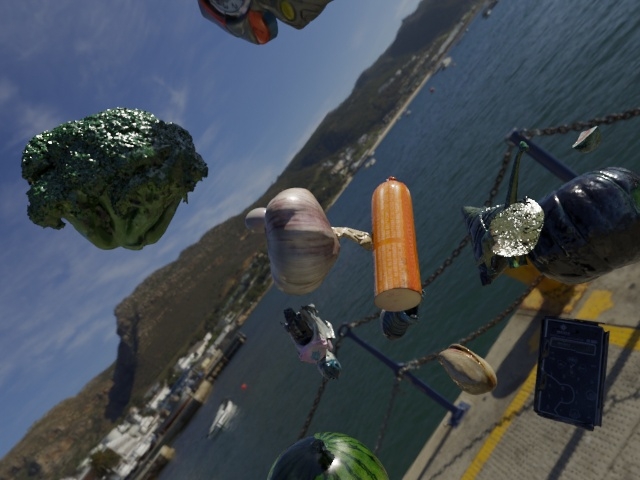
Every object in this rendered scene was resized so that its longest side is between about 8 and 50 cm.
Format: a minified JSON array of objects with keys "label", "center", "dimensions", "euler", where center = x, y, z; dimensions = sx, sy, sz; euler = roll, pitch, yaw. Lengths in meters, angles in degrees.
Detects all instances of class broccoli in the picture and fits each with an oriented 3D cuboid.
[{"label":"broccoli","center":[-0.337,-0.106,0.801],"dimensions":[0.295,0.265,0.245],"euler":[-2,-63,-34]}]

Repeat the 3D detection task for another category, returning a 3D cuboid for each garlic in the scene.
[{"label":"garlic","center":[0.000,0.000,1.074],"dimensions":[0.245,0.253,0.244],"euler":[178,90,-84]}]

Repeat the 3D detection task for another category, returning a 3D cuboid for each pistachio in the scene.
[{"label":"pistachio","center":[0.528,0.462,1.680],"dimensions":[0.144,0.215,0.143],"euler":[-31,-39,-29]}]

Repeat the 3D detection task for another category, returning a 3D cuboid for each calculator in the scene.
[{"label":"calculator","center":[0.658,0.343,1.234],"dimensions":[0.166,0.028,0.273],"euler":[3,82,43]}]

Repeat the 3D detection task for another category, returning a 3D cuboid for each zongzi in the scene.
[{"label":"zongzi","center":[0.716,-0.062,1.818],"dimensions":[0.383,0.319,0.362],"euler":[-54,-15,-54]}]

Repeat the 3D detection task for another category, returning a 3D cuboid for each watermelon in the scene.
[{"label":"watermelon","center":[-0.012,0.589,1.151],"dimensions":[0.331,0.189,0.331],"euler":[-22,4,2]},{"label":"watermelon","center":[0.785,-0.299,1.395],"dimensions":[0.085,0.085,0.061],"euler":[-52,31,32]}]

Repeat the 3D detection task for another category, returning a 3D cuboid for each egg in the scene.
[{"label":"egg","center":[-0.234,-0.077,1.850],"dimensions":[0.135,0.103,0.103],"euler":[-7,30,31]}]

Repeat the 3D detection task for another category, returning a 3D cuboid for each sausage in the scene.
[{"label":"sausage","center":[0.149,-0.012,0.960],"dimensions":[0.093,0.093,0.312],"euler":[129,152,-47]}]

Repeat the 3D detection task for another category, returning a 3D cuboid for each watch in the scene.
[{"label":"watch","center":[-0.070,-0.528,0.876],"dimensions":[0.274,0.305,0.241],"euler":[-55,-21,-35]}]

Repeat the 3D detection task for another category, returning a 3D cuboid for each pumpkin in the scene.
[{"label":"pumpkin","center":[0.728,-0.033,1.269],"dimensions":[0.364,0.266,0.363],"euler":[-23,-15,-6]}]

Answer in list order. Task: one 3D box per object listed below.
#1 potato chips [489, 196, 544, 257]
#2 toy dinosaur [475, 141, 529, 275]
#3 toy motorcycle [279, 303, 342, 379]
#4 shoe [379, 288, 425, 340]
[{"label":"potato chips","center":[0.440,-0.031,1.068],"dimensions":[0.209,0.026,0.142],"euler":[-44,27,-24]},{"label":"toy dinosaur","center":[0.495,-0.061,1.329],"dimensions":[0.087,0.300,0.447],"euler":[-14,-8,-11]},{"label":"toy motorcycle","center":[-0.015,0.261,1.169],"dimensions":[0.108,0.204,0.239],"euler":[-40,-15,16]},{"label":"shoe","center":[0.248,0.215,1.398],"dimensions":[0.106,0.092,0.207],"euler":[-119,44,-60]}]
